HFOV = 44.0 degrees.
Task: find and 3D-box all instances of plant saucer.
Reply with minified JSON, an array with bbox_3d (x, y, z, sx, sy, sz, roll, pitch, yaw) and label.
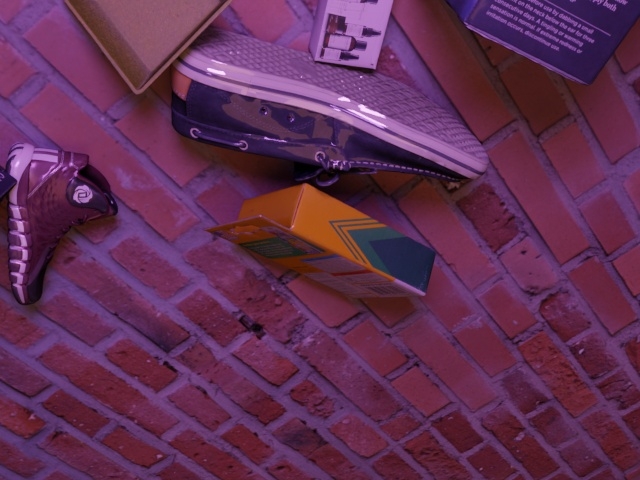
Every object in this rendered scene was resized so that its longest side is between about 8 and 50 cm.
[{"bbox_3d":[-0.223,-0.321,1.050,0.188,0.045,0.188,-40,81,16],"label":"plant saucer"}]

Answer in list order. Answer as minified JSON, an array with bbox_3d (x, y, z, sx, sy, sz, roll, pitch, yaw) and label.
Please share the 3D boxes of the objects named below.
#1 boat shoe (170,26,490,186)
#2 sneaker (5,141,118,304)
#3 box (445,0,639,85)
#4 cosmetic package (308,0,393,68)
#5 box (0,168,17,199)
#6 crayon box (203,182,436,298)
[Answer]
[{"bbox_3d":[0.012,-0.170,1.183,0.499,0.187,0.156,14,123,-14],"label":"boat shoe"},{"bbox_3d":[-0.402,-0.016,1.241,0.162,0.106,0.282,0,125,-17],"label":"sneaker"},{"bbox_3d":[0.312,-0.450,0.977,0.211,0.294,0.396,18,119,-25],"label":"box"},{"bbox_3d":[0.058,-0.369,1.121,0.098,0.060,0.239,3,124,-16],"label":"cosmetic package"},{"bbox_3d":[-0.658,-0.038,1.069,0.312,0.179,0.343,40,109,-17],"label":"box"},{"bbox_3d":[0.000,0.000,1.288,0.322,0.203,0.083,25,72,-28],"label":"crayon box"}]
